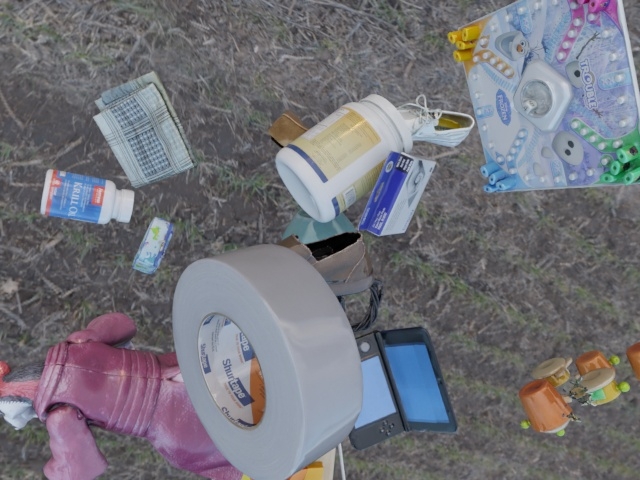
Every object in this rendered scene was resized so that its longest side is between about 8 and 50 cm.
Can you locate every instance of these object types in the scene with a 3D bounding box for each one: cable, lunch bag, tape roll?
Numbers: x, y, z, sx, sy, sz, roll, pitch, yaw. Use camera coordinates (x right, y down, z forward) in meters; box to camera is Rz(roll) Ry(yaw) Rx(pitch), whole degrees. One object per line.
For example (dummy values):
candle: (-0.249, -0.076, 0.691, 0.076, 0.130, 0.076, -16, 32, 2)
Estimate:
cable: (0.102, 0.183, 1.615, 0.150, 0.047, 0.184, 23, 92, -20)
lunch bag: (-0.595, 0.019, 1.976, 0.090, 0.176, 0.219, 23, 156, -17)
tape roll: (-0.060, 0.116, 0.543, 0.072, 0.219, 0.219, -16, 129, -40)

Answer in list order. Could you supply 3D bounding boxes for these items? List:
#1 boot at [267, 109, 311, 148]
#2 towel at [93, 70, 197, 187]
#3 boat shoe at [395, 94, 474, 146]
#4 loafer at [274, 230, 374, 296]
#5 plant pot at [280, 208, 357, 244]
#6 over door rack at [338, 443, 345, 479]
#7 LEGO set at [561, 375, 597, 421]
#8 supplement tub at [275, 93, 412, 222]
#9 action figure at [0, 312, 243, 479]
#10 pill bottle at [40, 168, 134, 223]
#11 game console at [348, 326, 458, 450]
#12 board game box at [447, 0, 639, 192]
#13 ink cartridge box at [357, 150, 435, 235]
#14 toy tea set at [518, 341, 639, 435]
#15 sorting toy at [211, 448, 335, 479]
boot: (-0.055, -0.318, 1.856, 0.115, 0.305, 0.112, -42, 149, -14)
towel: (-0.572, -0.345, 1.774, 0.312, 0.056, 0.324, -11, 109, 34)
boat shoe: (0.348, -0.398, 1.836, 0.367, 0.136, 0.156, 5, 158, -17)
loafer: (-0.070, 0.044, 1.066, 0.366, 0.134, 0.130, -9, 115, -22)
plant pot: (0.000, 0.000, 1.759, 0.290, 0.290, 0.195, -8, 112, -13)
over door rack: (-0.056, 0.540, 1.174, 0.239, 0.108, 0.324, -7, 81, 10)
LEGO set: (0.445, 0.277, 0.963, 0.083, 0.054, 0.023, -45, 137, -14)
supplement tub: (0.065, -0.222, 1.474, 0.316, 0.228, 0.228, -37, 126, -13)
action figure: (-0.218, 0.194, 0.667, 0.370, 0.248, 0.276, 13, 144, -27)
pill bottle: (-0.626, -0.112, 1.496, 0.221, 0.124, 0.124, 9, 118, -25)
game console: (0.179, 0.395, 1.457, 0.250, 0.173, 0.293, -18, 91, -15)
board game box: (0.438, -0.287, 1.122, 0.050, 0.390, 0.390, -21, 101, -24)
ink cartridge box: (0.204, -0.119, 1.447, 0.224, 0.045, 0.223, -7, 124, -57)
toy tea set: (0.588, 0.328, 1.192, 0.200, 0.124, 0.336, -29, 176, -37)
sorting toy: (-0.068, 0.338, 0.852, 0.193, 0.038, 0.208, 2, 104, -16)
